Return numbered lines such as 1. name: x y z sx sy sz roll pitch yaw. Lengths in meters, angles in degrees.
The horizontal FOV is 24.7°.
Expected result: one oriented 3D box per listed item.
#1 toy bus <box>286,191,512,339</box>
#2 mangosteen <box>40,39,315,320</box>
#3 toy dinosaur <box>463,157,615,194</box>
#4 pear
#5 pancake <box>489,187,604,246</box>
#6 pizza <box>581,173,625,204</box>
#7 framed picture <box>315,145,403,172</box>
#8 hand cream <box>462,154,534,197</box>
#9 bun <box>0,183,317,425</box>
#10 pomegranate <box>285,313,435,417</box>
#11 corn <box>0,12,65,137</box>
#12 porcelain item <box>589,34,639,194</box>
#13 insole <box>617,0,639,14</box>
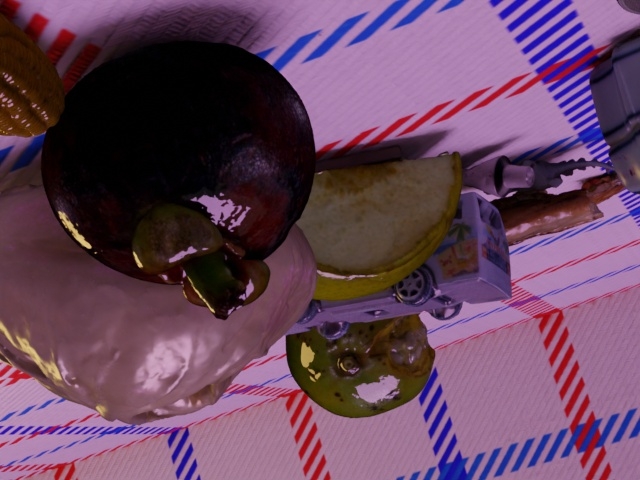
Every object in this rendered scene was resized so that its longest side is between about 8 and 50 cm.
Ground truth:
1. toy bus: 0.065 0.035 1.784 0.329 0.136 0.109 -10 159 28
2. mangosteen: -0.100 -0.047 1.138 0.216 0.216 0.216 -15 168 -3
3. toy dinosaur: 0.285 -0.083 1.865 0.209 0.039 0.082 -6 179 9
4. pear: 0.004 0.003 1.646 0.288 0.139 0.239 -9 175 -22
5. pancake: 0.236 -0.041 1.895 0.266 0.057 0.244 -5 -163 20
6. pizza: 0.417 -0.082 2.096 0.099 0.029 0.100 -28 168 16
7. framed picture: -0.045 -0.051 1.662 0.250 0.016 0.184 -12 168 -15
8. hand cream: 0.147 -0.060 1.792 0.257 0.050 0.084 -14 171 39
9. bun: -0.172 0.068 1.378 0.361 0.213 0.361 0 165 0
10. pomegranate: 0.074 0.137 2.254 0.236 0.236 0.302 -22 -167 29
11. corn: -0.232 -0.116 0.972 0.080 0.080 0.231 -17 169 5
12. porcelain item: 0.444 -0.147 1.505 0.281 0.157 0.286 -23 168 25
13. insole: 0.341 -0.226 1.379 0.080 0.003 0.232 -24 166 33
